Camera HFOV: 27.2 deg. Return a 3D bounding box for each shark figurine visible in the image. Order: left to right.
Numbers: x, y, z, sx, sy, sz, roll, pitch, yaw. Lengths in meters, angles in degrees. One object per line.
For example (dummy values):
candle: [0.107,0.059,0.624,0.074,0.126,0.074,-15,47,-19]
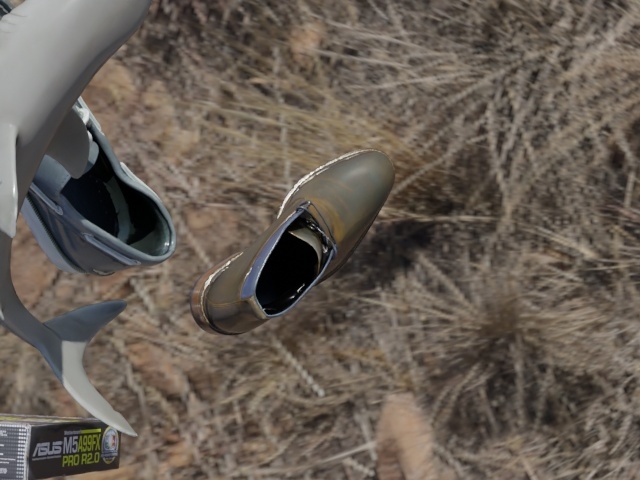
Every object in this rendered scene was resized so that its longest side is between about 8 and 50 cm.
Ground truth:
shark figurine: [-0.167,-0.011,0.726,0.116,0.166,0.278,-130,40,-52]

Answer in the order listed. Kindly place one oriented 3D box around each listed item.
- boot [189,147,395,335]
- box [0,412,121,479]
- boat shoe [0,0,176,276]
boot: [0.000,0.000,1.059,0.219,0.106,0.082,-44,105,-20]
box: [-0.383,0.219,1.437,0.270,0.216,0.060,0,83,18]
boat shoe: [-0.204,-0.084,1.023,0.099,0.319,0.116,6,54,25]
